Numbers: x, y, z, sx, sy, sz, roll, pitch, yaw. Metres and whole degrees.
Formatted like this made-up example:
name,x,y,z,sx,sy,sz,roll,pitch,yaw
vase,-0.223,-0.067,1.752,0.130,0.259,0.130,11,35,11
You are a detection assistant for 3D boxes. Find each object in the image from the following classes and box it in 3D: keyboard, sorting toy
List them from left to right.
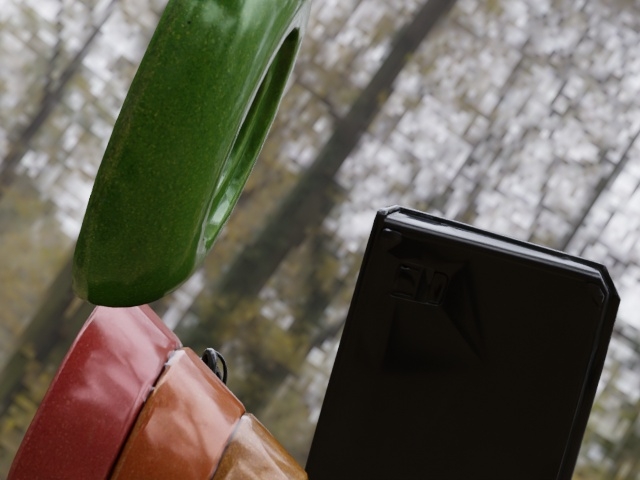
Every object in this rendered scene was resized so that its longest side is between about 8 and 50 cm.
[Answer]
name,x,y,z,sx,sy,sz,roll,pitch,yaw
sorting toy,0.000,0.000,0.587,0.126,0.127,0.365,24,-53,3
keyboard,0.008,0.137,0.942,0.201,0.317,0.033,15,12,1
